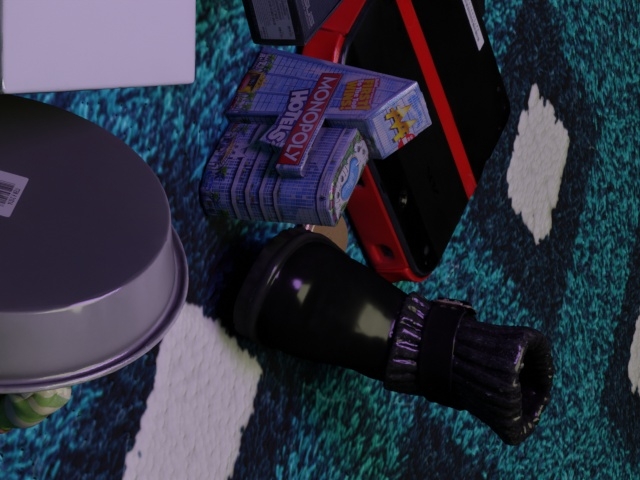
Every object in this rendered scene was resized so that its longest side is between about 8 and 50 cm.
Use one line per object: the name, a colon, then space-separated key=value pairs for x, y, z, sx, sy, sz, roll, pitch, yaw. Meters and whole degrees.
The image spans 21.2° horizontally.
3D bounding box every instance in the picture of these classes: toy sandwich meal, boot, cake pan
toy sandwich meal: x=0.000 y=0.000 z=1.874 sx=0.085 sy=0.029 sz=0.085 roll=-13 pitch=107 yaw=-49
boot: x=0.089 y=0.102 z=1.777 sx=0.348 sy=0.260 sz=0.131 roll=20 pitch=93 yaw=-62
cake pan: x=-0.230 y=-0.013 z=1.165 sx=0.293 sy=0.293 sz=0.054 roll=-44 pitch=157 yaw=-51

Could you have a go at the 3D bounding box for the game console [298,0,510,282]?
game console: x=0.107 y=-0.175 z=2.006 sx=0.342 sy=0.060 sz=0.386 roll=-63 pitch=145 yaw=-34

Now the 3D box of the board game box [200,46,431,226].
board game box: x=-0.001 y=-0.105 z=1.680 sx=0.194 sy=0.194 sz=0.060 roll=-65 pitch=145 yaw=-35

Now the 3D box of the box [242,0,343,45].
box: x=-0.023 y=-0.313 z=1.488 sx=0.183 sy=0.059 sz=0.232 roll=-56 pitch=142 yaw=-47

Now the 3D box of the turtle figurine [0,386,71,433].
turtle figurine: x=-0.263 y=0.042 z=1.210 sx=0.274 sy=0.198 sz=0.266 roll=67 pitch=34 yaw=-47

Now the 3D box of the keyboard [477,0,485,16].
keyboard: x=0.154 y=-0.419 z=2.103 sx=0.201 sy=0.033 sz=0.317 roll=-23 pitch=113 yaw=-60

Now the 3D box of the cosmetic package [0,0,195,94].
cosmetic package: x=-0.238 y=-0.175 z=1.195 sx=0.224 sy=0.225 sz=0.138 roll=-13 pitch=105 yaw=-60
